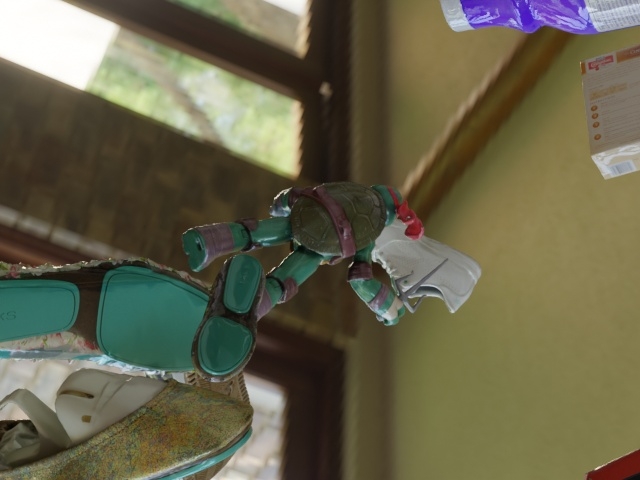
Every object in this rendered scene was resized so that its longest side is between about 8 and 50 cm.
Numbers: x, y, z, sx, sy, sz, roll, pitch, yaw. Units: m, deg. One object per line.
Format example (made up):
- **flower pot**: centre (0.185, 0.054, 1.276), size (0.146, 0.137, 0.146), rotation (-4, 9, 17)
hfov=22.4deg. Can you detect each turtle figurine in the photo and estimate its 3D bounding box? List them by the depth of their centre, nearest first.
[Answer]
- **turtle figurine**: centre (0.000, 0.000, 1.507), size (0.175, 0.234, 0.118), rotation (49, -33, 35)

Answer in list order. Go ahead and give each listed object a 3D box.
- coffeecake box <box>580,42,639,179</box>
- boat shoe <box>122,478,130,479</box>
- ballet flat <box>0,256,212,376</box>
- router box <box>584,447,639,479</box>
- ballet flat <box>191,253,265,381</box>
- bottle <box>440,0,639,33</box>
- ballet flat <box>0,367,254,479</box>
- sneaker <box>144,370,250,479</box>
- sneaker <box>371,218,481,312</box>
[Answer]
- **coffeecake box**: centre (0.469, -0.198, 2.392), size (0.142, 0.068, 0.185), rotation (-16, -128, 22)
- **boat shoe**: centre (-0.078, 0.226, 1.064), size (0.066, 0.183, 0.066), rotation (-36, 168, -5)
- **ballet flat**: centre (-0.176, 0.046, 1.158), size (0.077, 0.241, 0.091), rotation (27, -74, 61)
- **router box**: centre (0.455, 0.234, 1.486), size (0.301, 0.335, 0.082), rotation (128, -35, -66)
- **ballet flat**: centre (-0.062, 0.059, 1.069), size (0.041, 0.041, 0.114), rotation (-52, -165, 41)
- **bottle**: centre (0.246, -0.244, 1.440), size (0.282, 0.118, 0.092), rotation (-9, -148, 25)
- **ballet flat**: centre (-0.215, 0.170, 1.397), size (0.348, 0.123, 0.123), rotation (-22, -135, 35)
- **sneaker**: centre (-0.162, 0.141, 1.721), size (0.099, 0.153, 0.282), rotation (-40, 151, -31)
- **sneaker**: centre (0.116, 0.033, 2.294), size (0.094, 0.212, 0.080), rotation (-60, 164, -21)
